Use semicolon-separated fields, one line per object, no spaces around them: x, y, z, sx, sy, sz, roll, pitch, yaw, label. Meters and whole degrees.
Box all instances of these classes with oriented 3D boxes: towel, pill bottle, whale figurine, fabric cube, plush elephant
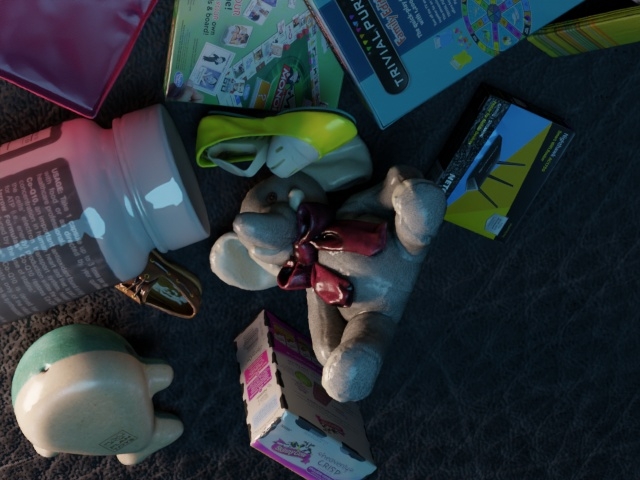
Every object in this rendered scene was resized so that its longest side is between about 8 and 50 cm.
0.371;-0.258;1.754;0.237;0.021;0.102;-8;169;28;towel
-0.328;-0.023;1.751;0.361;0.204;0.204;-19;121;3;pill bottle
-0.292;0.205;1.951;0.216;0.141;0.272;-33;144;10;whale figurine
-0.292;-0.332;1.549;0.254;0.258;0.259;26;112;-21;fabric cube
0.000;0.000;1.808;0.255;0.330;0.272;23;102;3;plush elephant

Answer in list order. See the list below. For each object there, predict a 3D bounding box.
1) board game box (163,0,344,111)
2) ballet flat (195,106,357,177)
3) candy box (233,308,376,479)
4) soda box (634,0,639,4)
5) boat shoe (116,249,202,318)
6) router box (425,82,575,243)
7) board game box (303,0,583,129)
-0.058;-0.304;1.727;0.213;0.046;0.317;5;118;-14;board game box
-0.059;-0.111;1.751;0.231;0.077;0.077;3;153;37;ballet flat
-0.024;0.211;1.920;0.159;0.233;0.071;35;108;-25;candy box
0.384;-0.328;1.688;0.092;0.083;0.263;-15;159;37;soda box
-0.227;0.046;1.891;0.178;0.060;0.064;29;111;-23;boat shoe
0.223;-0.098;1.894;0.133;0.046;0.179;21;114;-20;router box
0.147;-0.324;1.696;0.336;0.079;0.254;-32;125;0;board game box
